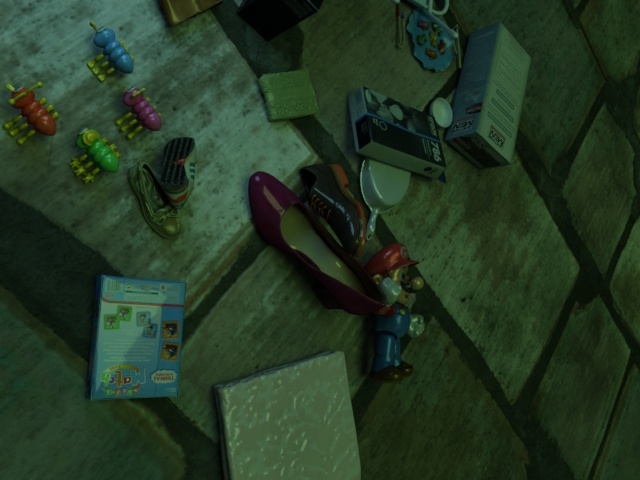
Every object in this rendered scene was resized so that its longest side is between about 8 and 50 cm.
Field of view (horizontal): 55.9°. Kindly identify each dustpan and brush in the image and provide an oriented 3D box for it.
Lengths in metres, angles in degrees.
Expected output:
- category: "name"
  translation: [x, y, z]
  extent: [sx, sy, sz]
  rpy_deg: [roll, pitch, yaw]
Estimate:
- category: "dustpan and brush"
  translation: [0.146, -0.100, 1.492]
  extent: [0.147, 0.060, 0.211]
  rpy_deg: [23, 64, -31]

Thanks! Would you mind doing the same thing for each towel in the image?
- category: "towel"
  translation: [-0.061, 0.417, 1.262]
  extent: [0.332, 0.053, 0.317]
  rpy_deg: [-7, 89, -40]
- category: "towel"
  translation: [-0.069, -0.325, 1.355]
  extent: [0.148, 0.027, 0.110]
  rpy_deg: [-23, 100, -39]

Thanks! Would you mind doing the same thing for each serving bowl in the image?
- category: "serving bowl"
  translation: [0.330, -0.352, 1.677]
  extent: [0.083, 0.027, 0.083]
  rpy_deg: [5, 82, -39]

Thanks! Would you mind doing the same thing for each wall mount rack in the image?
- category: "wall mount rack"
  translation: [0.243, -0.671, 1.563]
  extent: [0.350, 0.130, 0.304]
  rpy_deg: [16, 71, -31]

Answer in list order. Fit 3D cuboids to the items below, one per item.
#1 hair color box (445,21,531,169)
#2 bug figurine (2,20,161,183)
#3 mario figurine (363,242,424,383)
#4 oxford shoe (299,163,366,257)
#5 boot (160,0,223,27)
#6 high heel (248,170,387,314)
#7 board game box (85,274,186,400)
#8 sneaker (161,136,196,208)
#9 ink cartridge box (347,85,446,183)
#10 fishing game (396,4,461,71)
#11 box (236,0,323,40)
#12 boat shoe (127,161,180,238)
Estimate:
- category: "hair color box"
  translation: [0.494, -0.417, 1.759]
  extent: [0.185, 0.114, 0.374]
  rpy_deg: [30, 67, -36]
- category: "bug figurine"
  translation: [-0.393, -0.241, 1.057]
  extent: [0.216, 0.072, 0.279]
  rpy_deg: [51, 57, -23]
- category: "mario figurine"
  translation: [0.190, 0.166, 1.405]
  extent: [0.170, 0.198, 0.320]
  rpy_deg: [-1, 91, -12]
- category: "oxford shoe"
  translation: [0.022, -0.066, 1.302]
  extent: [0.098, 0.097, 0.271]
  rpy_deg: [2, 41, -24]
- category: "boot"
  translation: [-0.342, -0.543, 1.145]
  extent: [0.264, 0.096, 0.280]
  rpy_deg: [-40, 117, -42]
- category: "high heel"
  translation: [0.000, 0.000, 1.274]
  extent: [0.377, 0.181, 0.127]
  rpy_deg: [53, 57, -22]
- category: "board game box"
  translation: [-0.327, 0.174, 1.083]
  extent: [0.160, 0.039, 0.211]
  rpy_deg: [9, 79, -38]
- category: "sneaker"
  translation: [-0.267, -0.128, 1.150]
  extent: [0.057, 0.075, 0.161]
  rpy_deg: [0, 47, -3]
- category: "ink cartridge box"
  translation: [0.219, -0.262, 1.530]
  extent: [0.333, 0.065, 0.165]
  rpy_deg: [12, 60, -39]
- category: "fishing game"
  translation: [0.313, -0.563, 1.681]
  extent: [0.264, 0.041, 0.189]
  rpy_deg: [7, 78, -38]
- category: "box"
  translation: [-0.047, -0.584, 1.301]
  extent: [0.103, 0.184, 0.261]
  rpy_deg: [38, 63, -33]
- category: "boat shoe"
  translation: [-0.303, -0.073, 1.124]
  extent: [0.056, 0.048, 0.153]
  rpy_deg: [-32, 105, -36]
